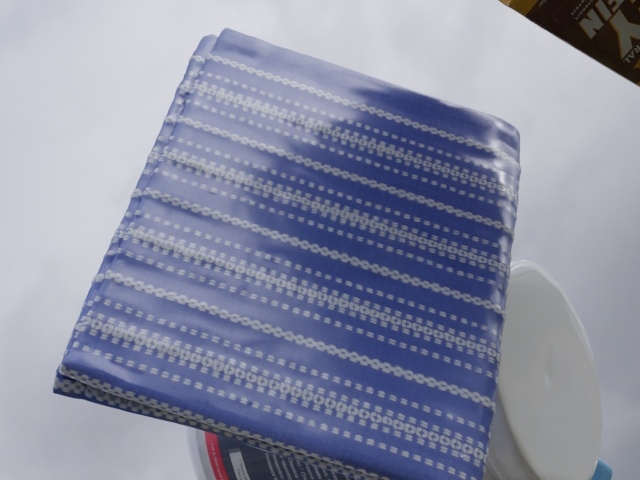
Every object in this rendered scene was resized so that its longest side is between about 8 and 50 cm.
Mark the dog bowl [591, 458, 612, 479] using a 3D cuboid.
[{"bbox_3d":[0.235,0.271,0.946,0.074,0.297,0.166,-45,-19,-29],"label":"dog bowl"}]

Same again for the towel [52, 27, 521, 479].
[{"bbox_3d":[0.000,0.000,0.750,0.243,0.336,0.040,17,-45,-1],"label":"towel"}]

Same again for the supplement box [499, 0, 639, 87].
[{"bbox_3d":[0.143,-0.217,0.754,0.194,0.191,0.129,14,-62,-51],"label":"supplement box"}]

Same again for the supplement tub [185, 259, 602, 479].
[{"bbox_3d":[0.052,0.126,0.904,0.272,0.191,0.191,-16,-24,34],"label":"supplement tub"}]
